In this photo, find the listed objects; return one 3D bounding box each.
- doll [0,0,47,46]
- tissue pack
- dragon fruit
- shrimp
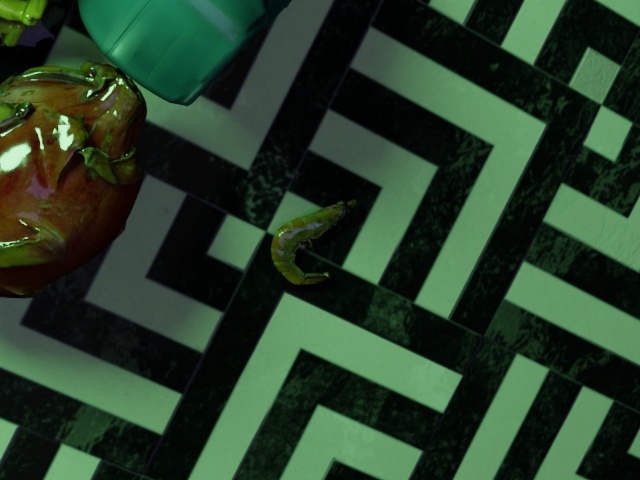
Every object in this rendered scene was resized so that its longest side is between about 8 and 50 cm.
[{"bbox_3d":[-0.470,-0.281,1.763,0.365,0.160,0.094,9,76,-25],"label":"doll"},{"bbox_3d":[-0.128,-0.300,1.842,0.206,0.198,0.287,44,48,-4],"label":"tissue pack"},{"bbox_3d":[-0.318,-0.061,1.850,0.250,0.250,0.315,44,78,-23],"label":"dragon fruit"},{"bbox_3d":[0.000,0.000,2.090,0.127,0.025,0.091,-37,112,-5],"label":"shrimp"}]
